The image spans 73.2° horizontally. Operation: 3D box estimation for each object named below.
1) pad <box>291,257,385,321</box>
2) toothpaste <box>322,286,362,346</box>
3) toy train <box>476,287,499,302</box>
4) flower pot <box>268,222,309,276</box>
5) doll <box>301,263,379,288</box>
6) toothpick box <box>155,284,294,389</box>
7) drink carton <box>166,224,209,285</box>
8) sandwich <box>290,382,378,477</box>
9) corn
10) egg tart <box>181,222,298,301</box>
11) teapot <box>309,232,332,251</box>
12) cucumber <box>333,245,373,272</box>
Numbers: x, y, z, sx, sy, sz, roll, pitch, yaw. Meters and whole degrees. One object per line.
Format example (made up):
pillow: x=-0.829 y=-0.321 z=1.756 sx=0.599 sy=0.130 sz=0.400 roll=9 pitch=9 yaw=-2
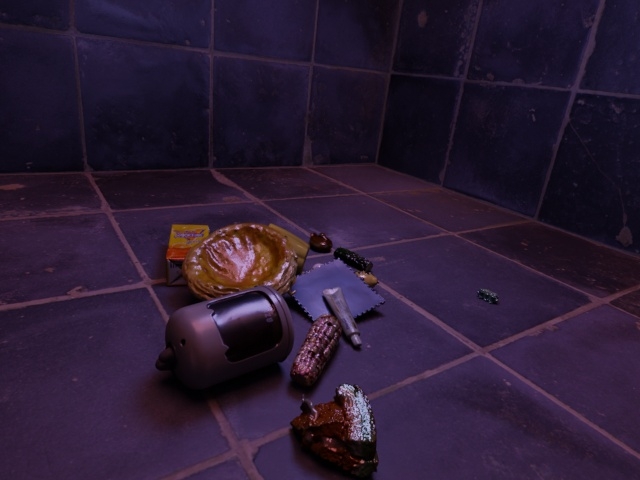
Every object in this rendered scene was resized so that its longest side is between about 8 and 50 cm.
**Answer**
pad: x=0.041 y=0.177 z=1.470 sx=0.269 sy=0.012 sz=0.269 roll=-20 pitch=46 yaw=-29
toothpaste: x=0.074 y=0.235 z=1.362 sx=0.067 sy=0.037 sz=0.255 roll=-12 pitch=39 yaw=-14
toy train: x=0.648 y=0.213 z=1.665 sx=0.083 sy=0.033 sz=0.053 roll=24 pitch=24 yaw=38
flower pot: x=-0.144 y=0.052 z=1.655 sx=0.179 sy=0.195 sz=0.195 roll=19 pitch=21 yaw=-2
doll: x=0.072 y=0.140 z=1.613 sx=0.291 sy=0.086 sz=0.117 roll=7 pitch=-14 yaw=5
toothpick box: x=-0.251 y=0.250 z=1.090 sx=0.316 sy=0.229 sz=0.229 roll=-12 pitch=28 yaw=-36
drink carton: x=-0.500 y=0.046 z=1.649 sx=0.154 sy=0.111 sz=0.351 roll=1 pitch=21 yaw=-16
sandwich: x=0.031 y=0.397 z=0.910 sx=0.159 sy=0.109 sz=0.185 roll=2 pitch=21 yaw=-17
corn: x=-0.009 y=0.300 z=1.187 sx=0.092 sy=0.092 sz=0.280 roll=12 pitch=26 yaw=14
egg tart: x=-0.256 y=0.102 z=1.426 sx=0.387 sy=0.169 sz=0.388 roll=3 pitch=42 yaw=-3
teapot: x=0.000 y=0.000 z=1.952 sx=0.098 sy=0.078 sz=0.129 roll=-8 pitch=25 yaw=-33
cucumber: x=0.138 y=0.079 z=1.822 sx=0.187 sy=0.058 sz=0.058 roll=25 pitch=28 yaw=39
